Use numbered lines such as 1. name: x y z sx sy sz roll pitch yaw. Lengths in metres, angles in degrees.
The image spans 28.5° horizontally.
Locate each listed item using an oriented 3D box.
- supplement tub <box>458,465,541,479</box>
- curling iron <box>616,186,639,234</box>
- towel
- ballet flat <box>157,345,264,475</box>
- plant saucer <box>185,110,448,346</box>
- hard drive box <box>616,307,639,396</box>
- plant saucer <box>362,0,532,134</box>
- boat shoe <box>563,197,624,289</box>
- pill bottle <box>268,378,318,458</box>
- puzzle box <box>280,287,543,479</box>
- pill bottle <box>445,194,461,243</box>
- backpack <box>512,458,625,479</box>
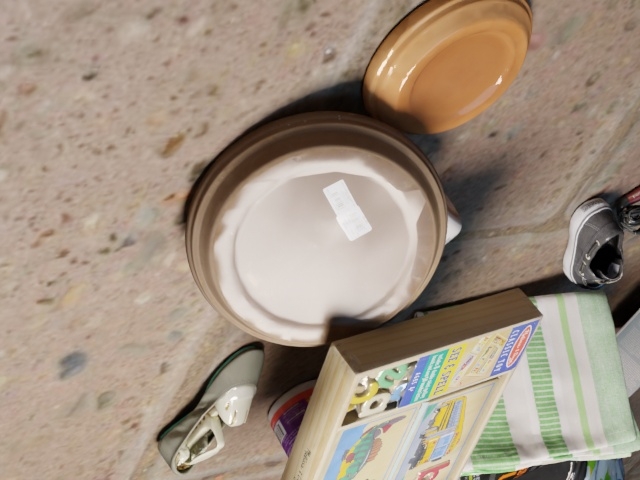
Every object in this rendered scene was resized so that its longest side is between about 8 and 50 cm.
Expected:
1. supplement tub: 0.230 0.265 1.871 0.338 0.207 0.207 -18 147 -23
2. curling iron: 0.535 -0.097 1.785 0.274 0.035 0.068 -36 113 -1
3. towel: 0.292 0.200 1.778 0.325 0.248 0.038 -4 165 -22
4. ballet flat: -0.129 0.225 1.614 0.072 0.068 0.213 10 130 -50
5. plant saucer: 0.000 0.000 1.299 0.278 0.041 0.278 -4 119 -8
6. hard drive box: 0.577 0.128 2.065 0.181 0.089 0.232 -25 155 -50
7. plant saucer: 0.138 -0.179 1.300 0.200 0.037 0.200 -24 150 -15
8. boat shoe: 0.404 0.024 1.808 0.080 0.076 0.228 -27 150 -9
9. pill bottle: 0.016 0.295 1.727 0.108 0.193 0.108 -24 150 -15
10. puzzle box: 0.084 0.242 1.497 0.272 0.052 0.409 -14 140 -32
11. pill bottle: 0.043 0.007 1.404 0.215 0.117 0.117 -40 149 12
12. backpack: 0.403 0.421 2.241 0.290 0.273 0.355 -24 172 25
